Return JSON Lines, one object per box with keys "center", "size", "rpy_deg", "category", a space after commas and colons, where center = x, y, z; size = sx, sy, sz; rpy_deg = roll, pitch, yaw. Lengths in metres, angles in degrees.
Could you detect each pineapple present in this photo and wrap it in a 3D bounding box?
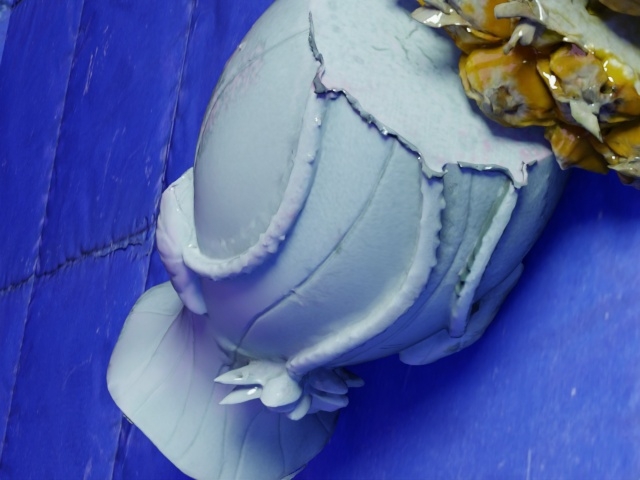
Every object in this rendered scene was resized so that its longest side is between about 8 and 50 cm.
{"center": [0.151, -0.135, 1.040], "size": [0.186, 0.236, 0.114], "rpy_deg": [-44, 4, -34], "category": "pineapple"}

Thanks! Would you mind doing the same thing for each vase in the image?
{"center": [0.000, 0.000, 1.233], "size": [0.445, 0.250, 0.250], "rpy_deg": [124, 151, -49], "category": "vase"}

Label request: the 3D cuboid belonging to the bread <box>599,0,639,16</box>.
{"center": [0.204, -0.184, 0.950], "size": [0.073, 0.149, 0.122], "rpy_deg": [66, -165, -63], "category": "bread"}
